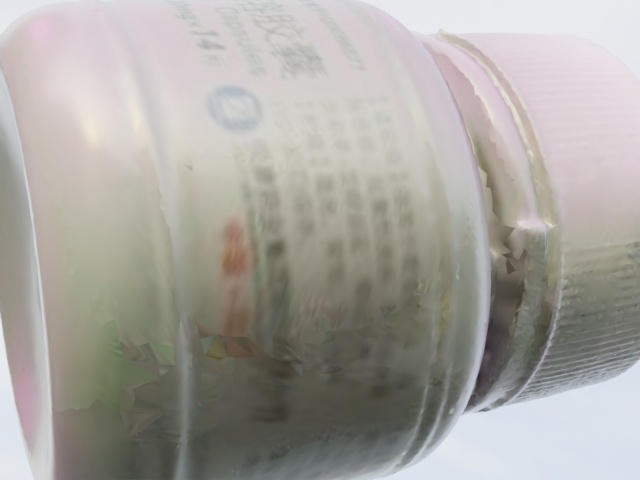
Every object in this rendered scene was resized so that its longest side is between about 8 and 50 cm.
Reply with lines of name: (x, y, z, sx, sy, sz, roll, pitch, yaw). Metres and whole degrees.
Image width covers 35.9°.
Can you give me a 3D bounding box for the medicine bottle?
medicine bottle: (0.000, 0.000, 0.500, 0.301, 0.241, 0.241, -7, -33, -23)
